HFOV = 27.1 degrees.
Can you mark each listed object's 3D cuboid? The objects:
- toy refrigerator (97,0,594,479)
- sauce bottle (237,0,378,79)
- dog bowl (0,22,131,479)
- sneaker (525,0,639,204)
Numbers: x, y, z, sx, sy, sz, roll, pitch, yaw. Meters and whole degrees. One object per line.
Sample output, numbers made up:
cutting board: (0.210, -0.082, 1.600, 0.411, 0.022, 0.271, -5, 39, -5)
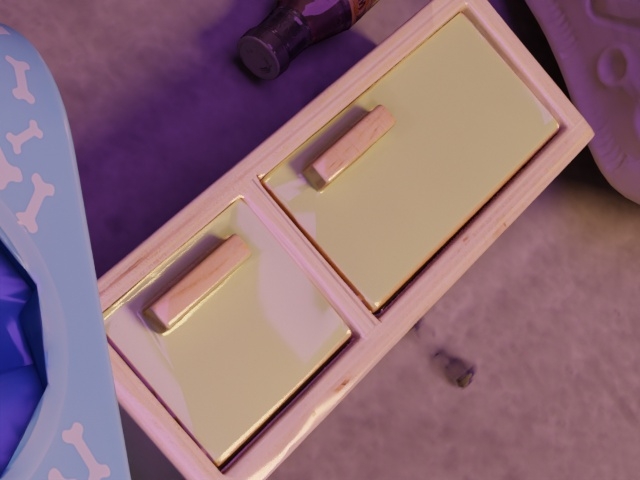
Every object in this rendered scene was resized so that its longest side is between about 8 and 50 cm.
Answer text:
toy refrigerator: (0.000, 0.000, 0.590, 0.102, 0.094, 0.269, 50, 59, -4)
sauce bottle: (0.007, -0.126, 0.668, 0.042, 0.042, 0.128, 45, 61, -7)
dog bowl: (-0.138, 0.049, 0.469, 0.074, 0.166, 0.297, -2, 74, -39)
sneaker: (0.233, -0.154, 0.756, 0.236, 0.130, 0.322, 2, 67, -37)
